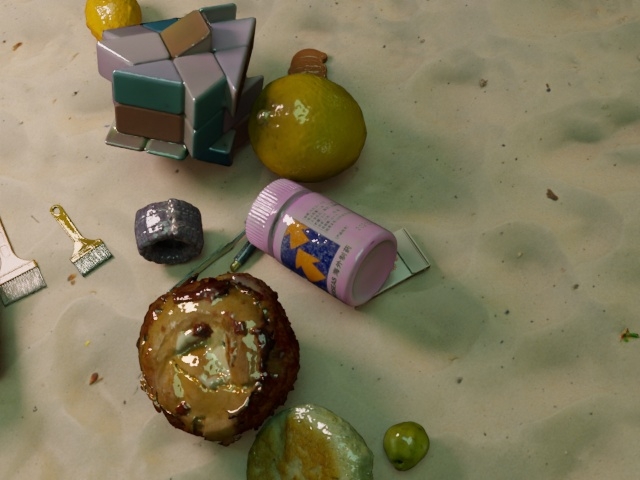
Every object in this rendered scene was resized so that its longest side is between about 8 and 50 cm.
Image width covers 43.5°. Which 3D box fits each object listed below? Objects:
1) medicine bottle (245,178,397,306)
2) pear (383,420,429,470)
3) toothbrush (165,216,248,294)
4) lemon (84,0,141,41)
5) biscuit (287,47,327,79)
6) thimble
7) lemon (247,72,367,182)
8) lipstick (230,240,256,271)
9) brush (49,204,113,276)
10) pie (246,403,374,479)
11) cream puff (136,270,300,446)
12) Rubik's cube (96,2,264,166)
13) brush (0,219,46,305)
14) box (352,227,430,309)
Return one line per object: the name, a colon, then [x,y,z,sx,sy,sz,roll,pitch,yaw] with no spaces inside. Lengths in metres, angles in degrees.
medicine bottle: [0.000,0.000,1.706,0.291,0.178,0.178,30,69,27]
pear: [0.170,0.405,1.579,0.092,0.092,0.096,5,64,5]
toothbrush: [-0.235,0.031,1.809,0.028,0.026,0.294,32,68,36]
lemon: [-0.529,-0.572,2.048,0.142,0.142,0.187,-15,70,-5]
biscuit: [-0.031,-0.431,2.025,0.102,0.019,0.130,5,65,6]
thimble: [-0.333,-0.017,1.770,0.150,0.150,0.097,-11,62,-3]
lemon: [-0.025,-0.250,1.801,0.245,0.320,0.245,-4,84,39]
lipstick: [-0.166,0.022,1.806,0.037,0.037,0.116,35,74,17]
brush: [-0.568,-0.012,1.852,0.083,0.011,0.205,-37,68,-13]
pie: [-0.024,0.459,1.489,0.071,0.323,0.323,1,53,-48]
cream puff: [-0.192,0.224,1.602,0.351,0.229,0.350,-2,82,18]
Rubik's cube: [-0.319,-0.345,1.810,0.388,0.358,0.368,-17,57,-21]
brush: [-0.726,0.020,1.842,0.103,0.013,0.272,-28,66,-11]
box: [0.131,0.060,1.777,0.198,0.029,0.109,-28,67,-10]
